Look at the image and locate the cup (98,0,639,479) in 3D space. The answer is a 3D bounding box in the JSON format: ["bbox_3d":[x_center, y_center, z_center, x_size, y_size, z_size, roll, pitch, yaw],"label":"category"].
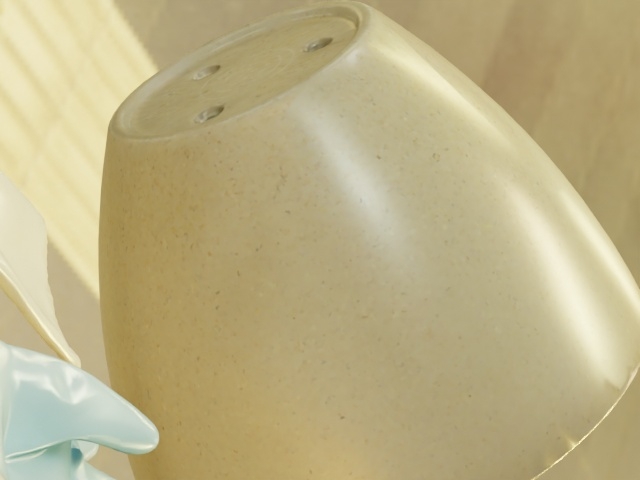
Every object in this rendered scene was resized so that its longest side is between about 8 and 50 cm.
[{"bbox_3d":[0.000,0.000,1.115,0.331,0.331,0.237,-49,123,-46],"label":"cup"}]

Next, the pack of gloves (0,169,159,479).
[{"bbox_3d":[-0.111,0.014,0.699,0.232,0.046,0.195,63,10,-60],"label":"pack of gloves"}]
